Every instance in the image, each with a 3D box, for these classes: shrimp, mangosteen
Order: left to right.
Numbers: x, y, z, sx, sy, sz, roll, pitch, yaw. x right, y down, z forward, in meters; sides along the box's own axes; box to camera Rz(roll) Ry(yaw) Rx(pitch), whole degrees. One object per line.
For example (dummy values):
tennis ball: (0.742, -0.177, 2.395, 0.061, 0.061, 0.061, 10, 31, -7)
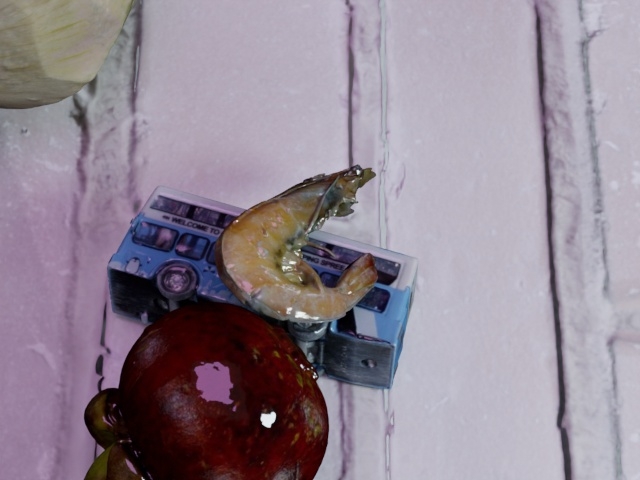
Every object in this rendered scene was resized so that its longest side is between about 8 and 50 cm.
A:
mangosteen: (-0.119, 0.181, 1.852, 0.257, 0.215, 0.215, -37, 64, 4)
shrimp: (-0.001, 0.001, 1.929, 0.143, 0.052, 0.251, 40, 50, 10)

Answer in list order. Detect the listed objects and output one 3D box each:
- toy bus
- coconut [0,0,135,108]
toy bus: (-0.055, 0.049, 1.979, 0.297, 0.106, 0.131, 17, 58, 9)
coconut: (-0.373, -0.314, 2.061, 0.415, 0.345, 0.415, 1, 57, -1)
